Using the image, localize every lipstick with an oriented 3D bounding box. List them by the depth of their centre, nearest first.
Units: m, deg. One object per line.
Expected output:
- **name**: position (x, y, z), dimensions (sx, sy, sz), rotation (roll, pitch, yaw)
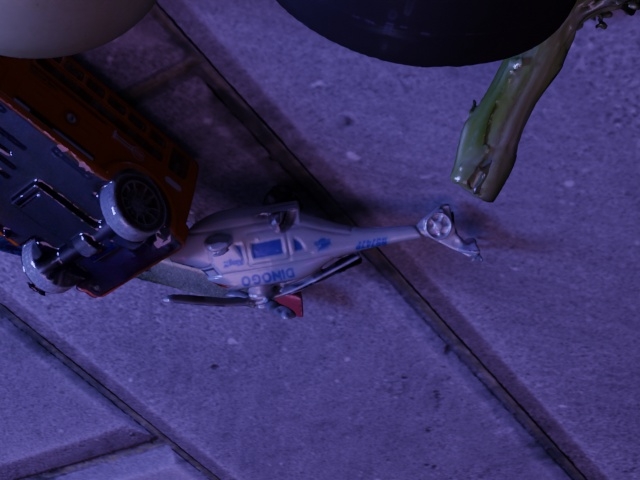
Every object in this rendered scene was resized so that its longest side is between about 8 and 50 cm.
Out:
- **lipstick**: position (-0.163, 0.017, 1.110), dimensions (0.312, 0.051, 0.051), rotation (14, 137, -4)

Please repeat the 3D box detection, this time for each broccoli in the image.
- **broccoli**: position (0.143, -0.127, 0.779), dimensions (0.118, 0.122, 0.204), rotation (23, 93, -16)

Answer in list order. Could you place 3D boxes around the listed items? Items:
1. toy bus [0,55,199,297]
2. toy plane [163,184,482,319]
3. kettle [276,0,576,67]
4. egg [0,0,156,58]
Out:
- **toy bus**: position (-0.264, -0.097, 0.934), dimensions (0.143, 0.153, 0.329), rotation (-30, 124, 35)
- **toy plane**: position (0.001, 0.002, 0.996), dimensions (0.273, 0.182, 0.107), rotation (-6, 103, 19)
- **kettle**: position (0.098, -0.279, 0.592), dimensions (0.207, 0.268, 0.290), rotation (41, 145, 22)
- **egg**: position (-0.223, -0.226, 0.757), dimensions (0.254, 0.188, 0.188), rotation (18, 138, -2)
